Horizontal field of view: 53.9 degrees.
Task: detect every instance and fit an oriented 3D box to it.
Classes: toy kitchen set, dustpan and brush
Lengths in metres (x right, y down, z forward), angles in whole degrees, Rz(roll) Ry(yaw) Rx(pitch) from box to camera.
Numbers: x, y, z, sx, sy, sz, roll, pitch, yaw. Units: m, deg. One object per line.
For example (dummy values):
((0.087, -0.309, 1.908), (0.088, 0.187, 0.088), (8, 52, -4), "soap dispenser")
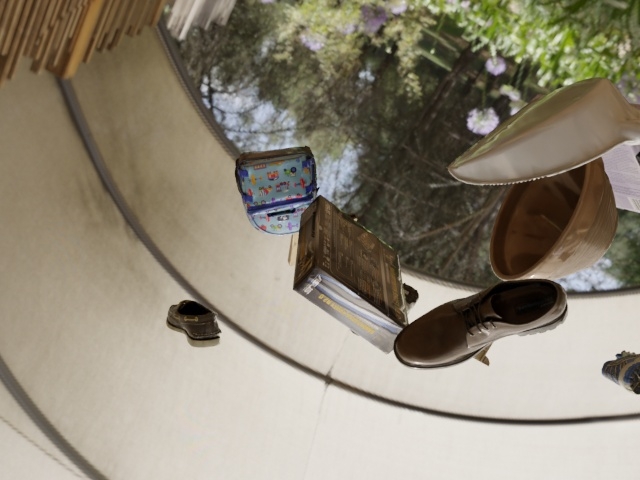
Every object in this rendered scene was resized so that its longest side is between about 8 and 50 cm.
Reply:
((0.382, 0.246, 1.475), (0.068, 0.075, 0.083), (31, 180, -7), "toy kitchen set")
((0.219, -0.089, 0.502), (0.060, 0.147, 0.211), (56, 158, -9), "dustpan and brush")

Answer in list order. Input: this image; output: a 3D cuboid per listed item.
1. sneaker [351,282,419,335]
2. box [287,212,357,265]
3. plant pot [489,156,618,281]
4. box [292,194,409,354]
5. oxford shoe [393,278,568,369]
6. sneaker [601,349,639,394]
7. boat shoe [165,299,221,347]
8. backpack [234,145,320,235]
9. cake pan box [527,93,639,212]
((0.127, 0.170, 1.321), (0.078, 0.106, 0.234), (33, -151, 23), "sneaker")
((0.000, 0.000, 1.653), (0.164, 0.201, 0.021), (-10, -117, -13), "box")
((0.372, -0.028, 0.965), (0.109, 0.237, 0.237), (23, -159, -9), "plant pot")
((0.049, 0.046, 0.991), (0.183, 0.056, 0.231), (36, -155, -19), "box")
((0.192, 0.096, 0.786), (0.096, 0.227, 0.083), (46, -158, -61), "oxford shoe")
((0.421, 0.164, 0.832), (0.135, 0.052, 0.058), (1, -172, -37), "sneaker")
((-0.263, 0.158, 1.302), (0.081, 0.069, 0.227), (-5, -170, -30), "boat shoe")
((-0.079, -0.084, 1.208), (0.158, 0.173, 0.117), (-6, -160, -3), "backpack")
((0.547, -0.167, 1.228), (0.246, 0.070, 0.267), (45, 174, -29), "cake pan box")
